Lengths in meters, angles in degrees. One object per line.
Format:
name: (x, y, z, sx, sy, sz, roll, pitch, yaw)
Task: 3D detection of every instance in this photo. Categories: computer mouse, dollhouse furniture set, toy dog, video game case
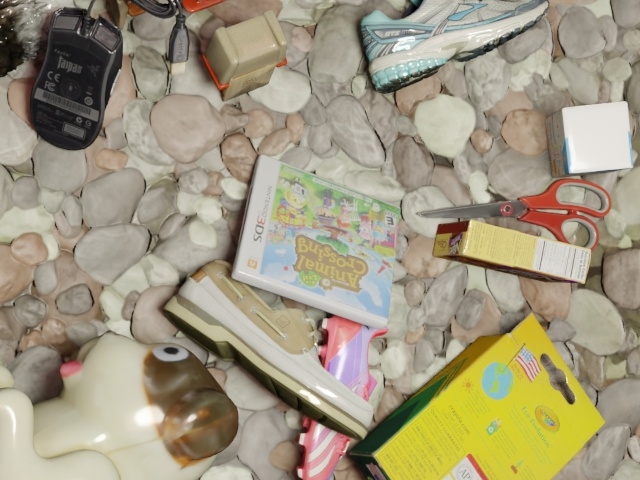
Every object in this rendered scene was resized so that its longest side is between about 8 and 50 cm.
computer mouse: (-0.251, -0.220, 1.332, 0.184, 0.060, 0.262, 16, 122, 0)
dollhouse furniture set: (-0.144, -0.325, 1.413, 0.262, 0.135, 0.259, -24, 83, -16)
toy dog: (-0.270, 0.292, 1.253, 0.395, 0.284, 0.408, 39, 76, -12)
video game case: (0.000, 0.000, 1.431, 0.212, 0.023, 0.193, 20, 54, -15)

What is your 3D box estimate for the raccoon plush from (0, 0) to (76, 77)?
raccoon plush: (-0.488, -0.248, 1.196, 0.446, 0.299, 0.216, -35, 97, -16)

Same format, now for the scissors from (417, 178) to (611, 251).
scissors: (0.282, -0.054, 1.568, 0.297, 0.021, 0.109, 12, 87, -15)

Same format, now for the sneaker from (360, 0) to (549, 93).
sneaker: (0.185, -0.308, 1.503, 0.283, 0.110, 0.122, -23, 91, -16)

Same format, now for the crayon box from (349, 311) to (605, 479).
crayon box: (0.219, 0.270, 1.486, 0.318, 0.081, 0.202, -36, 97, -24)

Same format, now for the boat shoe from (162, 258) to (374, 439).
boat shoe: (-0.050, 0.132, 1.374, 0.302, 0.113, 0.103, 34, 71, 9)

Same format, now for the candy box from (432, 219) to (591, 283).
candy box: (0.263, 0.017, 1.510, 0.186, 0.109, 0.053, 14, 84, -16)

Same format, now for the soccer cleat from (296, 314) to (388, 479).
soccer cleat: (0.026, 0.218, 1.443, 0.095, 0.083, 0.248, 10, 80, -2)

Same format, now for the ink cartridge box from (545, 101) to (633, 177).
ink cartridge box: (0.374, -0.138, 1.541, 0.089, 0.143, 0.092, -6, 89, 1)
